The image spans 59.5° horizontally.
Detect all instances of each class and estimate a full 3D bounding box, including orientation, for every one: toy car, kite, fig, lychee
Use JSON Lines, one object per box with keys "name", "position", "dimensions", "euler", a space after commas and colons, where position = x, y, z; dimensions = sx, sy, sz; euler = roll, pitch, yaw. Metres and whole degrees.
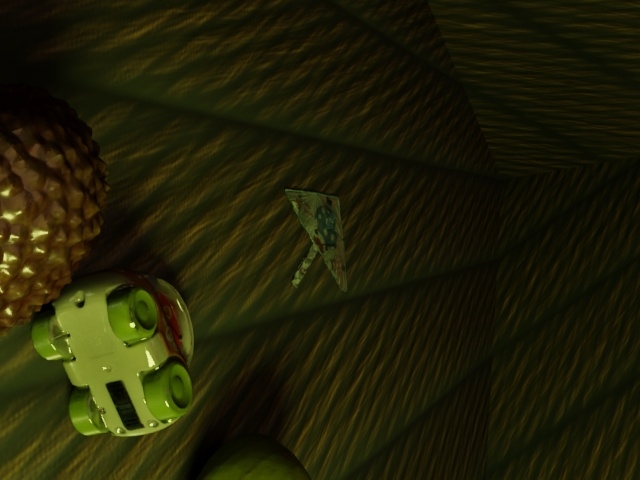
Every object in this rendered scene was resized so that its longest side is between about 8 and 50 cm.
{"name": "toy car", "position": [-0.252, 0.131, 0.777], "dimensions": [0.235, 0.145, 0.235], "euler": [-15, 90, -78]}
{"name": "kite", "position": [0.000, 0.000, 1.310], "dimensions": [0.335, 0.011, 0.314], "euler": [60, 38, -32]}
{"name": "fig", "position": [-0.109, 0.420, 0.855], "dimensions": [0.230, 0.207, 0.207], "euler": [-38, 115, -56]}
{"name": "lychee", "position": [-0.343, -0.025, 0.539], "dimensions": [0.267, 0.267, 0.268], "euler": [19, 67, -56]}
